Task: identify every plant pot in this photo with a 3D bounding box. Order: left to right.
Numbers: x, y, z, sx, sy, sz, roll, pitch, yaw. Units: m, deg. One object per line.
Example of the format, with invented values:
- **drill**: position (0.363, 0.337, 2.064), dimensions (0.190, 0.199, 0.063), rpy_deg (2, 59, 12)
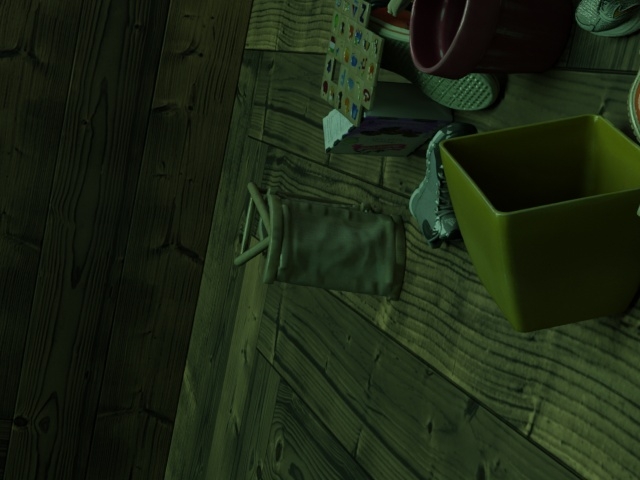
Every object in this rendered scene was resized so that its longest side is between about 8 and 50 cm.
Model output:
- **plant pot**: position (0.248, -0.319, 1.594), dimensions (0.201, 0.180, 0.201), rpy_deg (-171, 90, -72)
- **plant pot**: position (0.277, -0.013, 1.335), dimensions (0.212, 0.212, 0.187), rpy_deg (-116, 17, -60)

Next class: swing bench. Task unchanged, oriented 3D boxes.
- **swing bench**: position (0.000, 0.000, 2.067), dimensions (0.255, 0.253, 0.165), rpy_deg (-159, 79, -71)

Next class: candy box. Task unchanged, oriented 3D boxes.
- **candy box**: position (0.114, -0.210, 1.959), dimensions (0.196, 0.165, 0.070), rpy_deg (144, 124, -66)

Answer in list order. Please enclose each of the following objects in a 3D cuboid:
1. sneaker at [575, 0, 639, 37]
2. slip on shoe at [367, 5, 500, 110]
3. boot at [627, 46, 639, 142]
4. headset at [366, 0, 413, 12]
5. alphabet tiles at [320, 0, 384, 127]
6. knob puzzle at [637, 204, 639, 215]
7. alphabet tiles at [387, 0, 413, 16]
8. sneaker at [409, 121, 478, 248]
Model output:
- **sneaker**: position (0.374, -0.315, 1.356), dimensions (0.225, 0.093, 0.088), rpy_deg (150, 127, -68)
- **slip on shoe**: position (0.180, -0.311, 1.834), dimensions (0.331, 0.101, 0.123), rpy_deg (37, 154, 45)
- **boot**: position (0.401, -0.182, 1.275), dimensions (0.085, 0.059, 0.157), rpy_deg (179, 100, -66)
- **headset**: position (0.093, -0.539, 2.154), dimensions (0.394, 0.185, 0.243), rpy_deg (129, 146, -77)
- **alphabet tiles**: position (0.054, -0.307, 1.878), dimensions (0.237, 0.009, 0.198), rpy_deg (-130, 45, -61)
- **knob puzzle**: position (0.391, -0.006, 1.034), dimensions (0.213, 0.213, 0.030), rpy_deg (-120, 42, -62)
- **alphabet tiles**: position (0.189, -0.466, 1.660), dimensions (0.278, 0.021, 0.284), rpy_deg (-46, -10, -50)
- **sneaker**: position (0.210, -0.071, 1.769), dimensions (0.228, 0.086, 0.132), rpy_deg (105, 159, -50)
